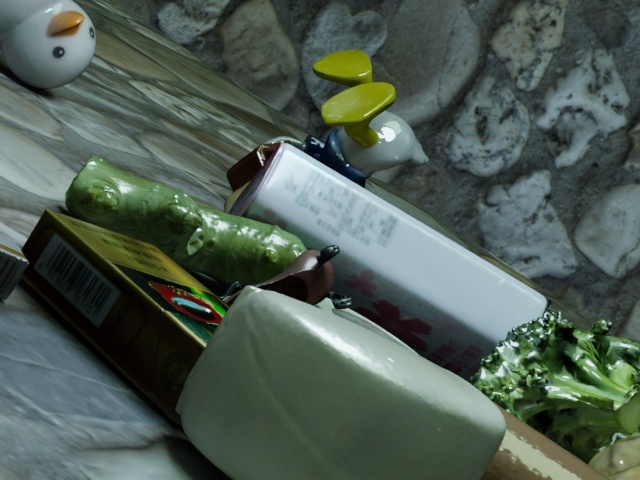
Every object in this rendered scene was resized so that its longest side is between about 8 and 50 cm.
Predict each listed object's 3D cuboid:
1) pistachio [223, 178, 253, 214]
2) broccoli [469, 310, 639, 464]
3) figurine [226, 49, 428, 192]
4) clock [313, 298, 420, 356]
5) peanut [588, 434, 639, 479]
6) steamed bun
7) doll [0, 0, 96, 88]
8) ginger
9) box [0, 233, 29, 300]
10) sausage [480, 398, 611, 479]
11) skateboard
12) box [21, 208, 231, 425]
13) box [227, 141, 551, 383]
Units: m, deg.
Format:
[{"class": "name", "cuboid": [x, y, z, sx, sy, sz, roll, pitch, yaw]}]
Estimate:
[{"class": "pistachio", "cuboid": [-0.043, -0.008, 2.146, 0.126, 0.108, 0.185, -15, 48, -41]}, {"class": "broccoli", "cuboid": [0.261, 0.175, 1.833, 0.176, 0.197, 0.226, 0, -19, 23]}, {"class": "figurine", "cuboid": [0.014, -0.066, 2.411, 0.204, 0.284, 0.338, -82, 155, -54]}, {"class": "clock", "cuboid": [0.048, 0.127, 1.803, 0.191, 0.062, 0.151, 29, 8, -21]}, {"class": "peanut", "cuboid": [0.315, 0.265, 1.654, 0.152, 0.152, 0.313, 33, 10, 11]}, {"class": "steamed bun", "cuboid": [0.026, 0.145, 1.302, 0.242, 0.146, 0.164, 27, 6, -40]}, {"class": "doll", "cuboid": [-0.413, -0.310, 2.414, 0.221, 0.221, 0.251, 25, -17, -40]}, {"class": "ginger", "cuboid": [-0.138, -0.008, 1.814, 0.290, 0.089, 0.137, 27, -25, -32]}, {"class": "box", "cuboid": [-0.332, -0.017, 1.339, 0.218, 0.039, 0.055, 27, 10, -31]}, {"class": "sausage", "cuboid": [0.200, 0.243, 1.446, 0.253, 0.123, 0.123, 32, 8, 7]}, {"class": "skateboard", "cuboid": [-0.049, 0.053, 1.726, 0.151, 0.067, 0.080, -22, 21, -26]}, {"class": "box", "cuboid": [-0.128, 0.073, 1.447, 0.240, 0.071, 0.159, 37, 7, 34]}, {"class": "box", "cuboid": [0.067, 0.048, 1.975, 0.370, 0.112, 0.190, 31, -28, -6]}]
